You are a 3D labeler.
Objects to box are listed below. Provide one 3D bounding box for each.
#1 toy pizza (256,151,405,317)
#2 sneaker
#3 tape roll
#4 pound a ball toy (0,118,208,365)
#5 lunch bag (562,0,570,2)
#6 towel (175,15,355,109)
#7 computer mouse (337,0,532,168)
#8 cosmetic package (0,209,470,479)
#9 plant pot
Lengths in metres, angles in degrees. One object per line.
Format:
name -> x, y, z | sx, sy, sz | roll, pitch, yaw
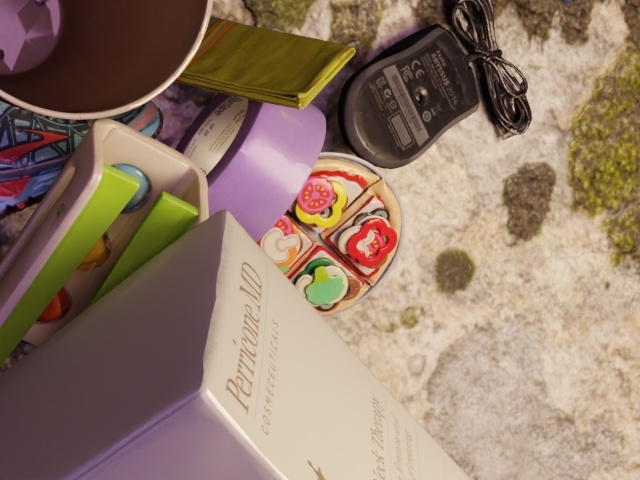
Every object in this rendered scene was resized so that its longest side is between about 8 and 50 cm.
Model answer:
toy pizza -> 0.000, 0.000, 1.616 | 0.201, 0.032, 0.201 | -7, 116, -15
sneaker -> -0.282, -0.104, 1.478 | 0.262, 0.104, 0.125 | -26, 100, -24
tape roll -> -0.084, -0.080, 1.525 | 0.080, 0.189, 0.189 | 34, 78, -22
pound a ball toy -> -0.214, 0.055, 1.460 | 0.208, 0.136, 0.319 | 26, 118, -24
lunch bag -> 0.283, -0.459, 1.712 | 0.221, 0.138, 0.293 | 19, 73, -44
towel -> -0.089, -0.190, 1.498 | 0.102, 0.237, 0.021 | -51, 142, -32
computer mouse -> 0.114, -0.164, 1.690 | 0.272, 0.072, 0.188 | -30, 104, -34
cosmetic package -> -0.091, 0.263, 1.299 | 0.327, 0.329, 0.393 | -35, 111, 16
plant pot -> -0.269, -0.231, 1.380 | 0.256, 0.274, 0.256 | 0, 90, -26
